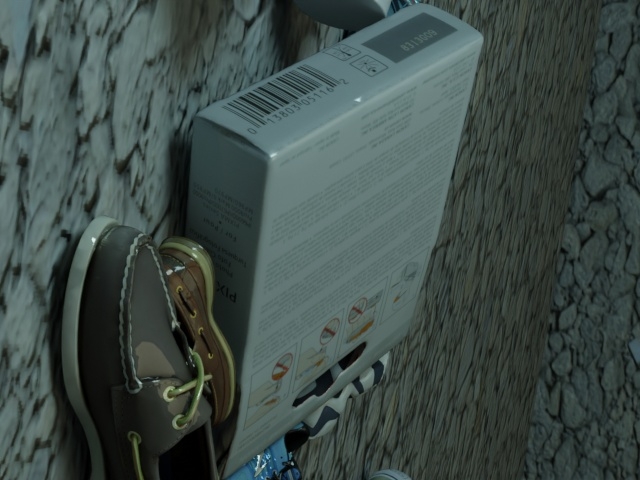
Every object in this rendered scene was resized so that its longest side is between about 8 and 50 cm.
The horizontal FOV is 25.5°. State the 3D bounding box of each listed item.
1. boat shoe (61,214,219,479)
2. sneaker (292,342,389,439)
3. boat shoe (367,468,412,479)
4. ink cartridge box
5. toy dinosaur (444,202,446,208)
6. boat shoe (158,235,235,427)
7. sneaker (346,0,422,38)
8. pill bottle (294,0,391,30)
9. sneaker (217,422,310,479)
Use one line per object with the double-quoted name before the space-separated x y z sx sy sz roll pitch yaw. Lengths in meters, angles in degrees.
"boat shoe" -0.128 0.130 1.085 0.116 0.096 0.324 -53 148 -55
"sneaker" 0.021 0.091 1.528 0.235 0.094 0.153 -39 145 -50
"boat shoe" 0.075 0.461 1.918 0.094 0.109 0.302 -15 105 -54
"ink cartridge box" 0.000 0.000 1.328 0.308 0.091 0.385 -34 146 -42
"toy dinosaur" 0.124 0.000 1.865 0.118 0.064 0.268 48 57 -76
"boat shoe" -0.116 0.086 1.168 0.060 0.064 0.178 -49 138 -50
"sneaker" 0.056 -0.147 1.502 0.125 0.104 0.262 -8 106 -69
"pill bottle" 0.043 -0.317 1.340 0.124 0.124 0.222 57 46 -65
"sneaker" -0.057 0.230 1.396 0.063 0.073 0.162 82 25 -44
